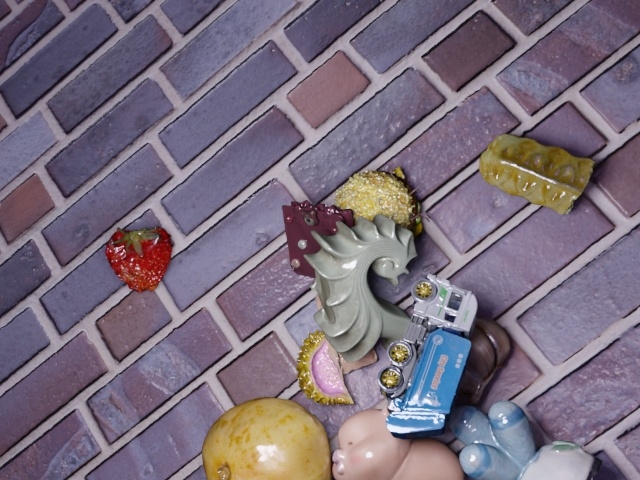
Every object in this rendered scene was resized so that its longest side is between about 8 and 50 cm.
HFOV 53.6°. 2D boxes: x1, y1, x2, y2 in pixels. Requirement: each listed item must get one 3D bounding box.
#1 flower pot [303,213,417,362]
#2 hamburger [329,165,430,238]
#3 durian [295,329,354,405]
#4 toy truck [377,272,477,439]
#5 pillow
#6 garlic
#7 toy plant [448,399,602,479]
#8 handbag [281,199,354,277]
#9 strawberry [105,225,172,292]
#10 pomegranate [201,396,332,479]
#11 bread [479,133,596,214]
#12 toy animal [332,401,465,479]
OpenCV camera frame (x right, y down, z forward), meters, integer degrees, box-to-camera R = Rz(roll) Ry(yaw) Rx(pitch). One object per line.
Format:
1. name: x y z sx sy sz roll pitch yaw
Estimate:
1. flower pot: 0.107 0.127 1.555 0.254 0.164 0.368 -13 112 -17
2. hamburger: 0.151 -0.079 1.683 0.261 0.138 0.243 -24 74 11
3. durian: -0.001 0.345 1.662 0.132 0.165 0.183 -19 106 -12
4. toy truck: 0.240 0.266 1.424 0.175 0.146 0.367 17 72 17
5. pillow: 0.066 0.237 1.703 0.126 0.043 0.233 -20 78 16
6. garlic: 0.357 0.277 1.552 0.191 0.160 0.214 38 92 18
7. toy plant: 0.440 0.500 1.463 0.332 0.247 0.247 33 90 22
8. handbag: -0.002 0.002 1.663 0.203 0.074 0.216 12 122 36
9. strawberry: -0.521 0.054 1.839 0.184 0.186 0.202 22 123 47
10. pomegranate: -0.112 0.538 1.568 0.342 0.342 0.343 -3 80 15
11. bread: 0.535 -0.176 1.601 0.267 0.130 0.152 24 92 19
12. toy animal: 0.185 0.532 1.513 0.326 0.237 0.269 7 56 -20
